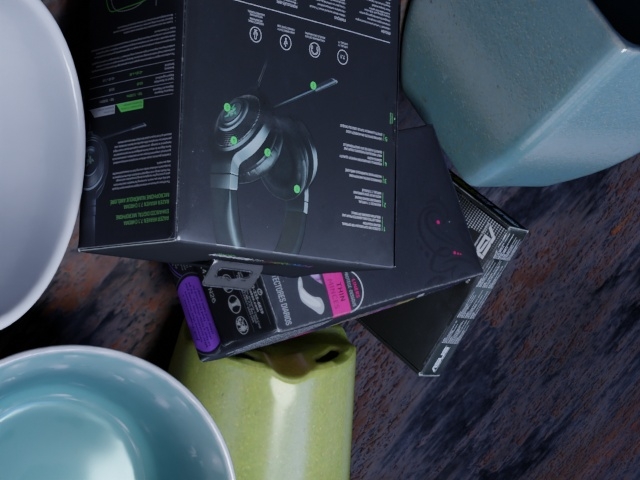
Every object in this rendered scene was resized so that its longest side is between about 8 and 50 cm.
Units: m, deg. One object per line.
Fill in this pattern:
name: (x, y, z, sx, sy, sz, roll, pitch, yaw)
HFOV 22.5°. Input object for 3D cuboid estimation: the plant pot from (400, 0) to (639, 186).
plant pot: (0.228, -0.187, 1.624, 0.247, 0.248, 0.252, -3, 143, -46)

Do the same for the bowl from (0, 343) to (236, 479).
bowl: (-0.244, 0.244, 1.509, 0.312, 0.163, 0.311, 0, 92, -14)

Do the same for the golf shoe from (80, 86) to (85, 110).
golf shoe: (-0.128, -0.094, 1.441, 0.198, 0.094, 0.077, 18, 108, -55)

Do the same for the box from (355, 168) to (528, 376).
box: (0.102, 0.017, 1.716, 0.045, 0.184, 0.190, 11, 116, -50)

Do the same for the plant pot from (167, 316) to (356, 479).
plant pot: (-0.072, 0.207, 1.672, 0.276, 0.276, 0.254, -10, 118, -42)

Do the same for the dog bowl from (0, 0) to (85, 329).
dog bowl: (-0.285, -0.065, 1.179, 0.265, 0.104, 0.265, 5, 90, -67)

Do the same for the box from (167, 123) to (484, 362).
box: (0.000, 0.000, 1.567, 0.270, 0.165, 0.143, -15, 174, -39)

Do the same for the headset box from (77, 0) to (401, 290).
headset box: (-0.061, -0.102, 1.334, 0.246, 0.131, 0.283, 7, 81, -44)
